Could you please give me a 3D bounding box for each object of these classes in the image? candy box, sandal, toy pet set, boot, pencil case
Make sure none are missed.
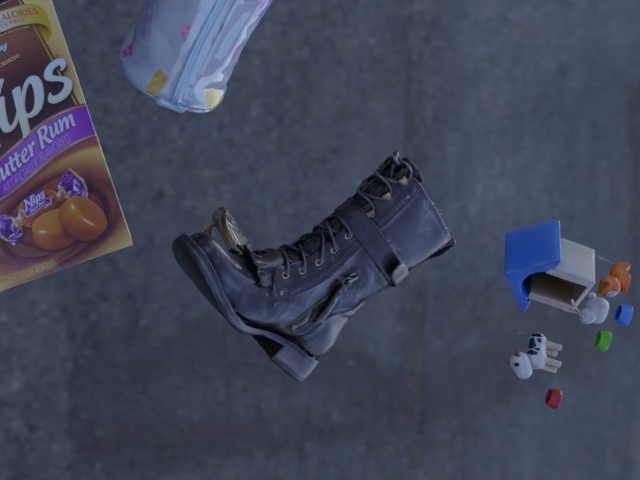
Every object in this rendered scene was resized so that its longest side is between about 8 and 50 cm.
[{"bbox_3d":[-0.209,-0.068,1.206,0.109,0.053,0.187,-20,102,-12],"label":"candy box"},{"bbox_3d":[-0.113,0.000,2.074,0.072,0.049,0.180,60,-4,-10],"label":"sandal"},{"bbox_3d":[0.166,0.040,1.283,0.122,0.065,0.114,121,-17,-44],"label":"toy pet set"},{"bbox_3d":[0.000,0.000,1.689,0.229,0.091,0.263,-44,141,0],"label":"boot"},{"bbox_3d":[-0.089,-0.251,1.670,0.113,0.124,0.273,11,126,-32],"label":"pencil case"}]
